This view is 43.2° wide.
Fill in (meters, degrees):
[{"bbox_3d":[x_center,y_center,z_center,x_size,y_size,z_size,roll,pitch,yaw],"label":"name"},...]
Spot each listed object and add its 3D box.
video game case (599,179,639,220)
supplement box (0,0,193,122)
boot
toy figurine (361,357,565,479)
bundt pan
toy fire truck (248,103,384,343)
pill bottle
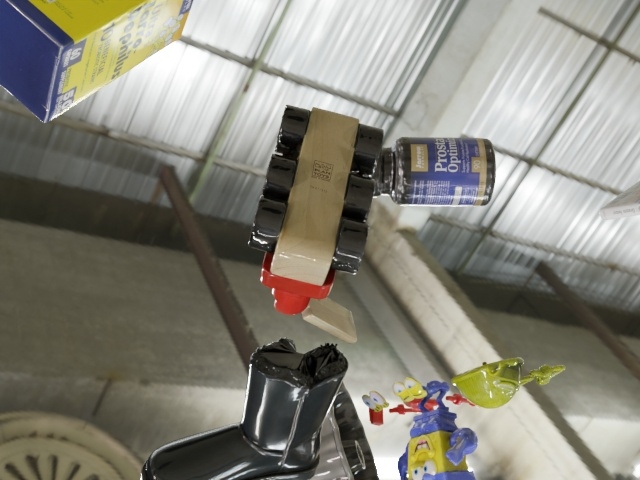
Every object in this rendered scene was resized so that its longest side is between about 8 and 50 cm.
[{"bbox_3d":[0.447,-0.067,1.003,0.157,0.143,0.019,-28,-79,-39],"label":"video game case"},{"bbox_3d":[-0.400,-0.401,1.394,0.195,0.194,0.356,41,-129,2],"label":"supplement box"},{"bbox_3d":[-0.096,0.220,1.012,0.247,0.207,0.094,-2,-148,-21],"label":"boot"},{"bbox_3d":[0.227,0.334,1.298,0.191,0.362,0.217,14,-118,-30],"label":"toy figurine"},{"bbox_3d":[0.015,0.401,1.449,0.331,0.124,0.330,-19,-90,-84],"label":"bundt pan"},{"bbox_3d":[0.000,0.000,0.953,0.159,0.246,0.217,14,-128,-4],"label":"toy fire truck"},{"bbox_3d":[0.188,-0.121,1.421,0.219,0.122,0.123,0,-154,-1],"label":"pill bottle"}]
